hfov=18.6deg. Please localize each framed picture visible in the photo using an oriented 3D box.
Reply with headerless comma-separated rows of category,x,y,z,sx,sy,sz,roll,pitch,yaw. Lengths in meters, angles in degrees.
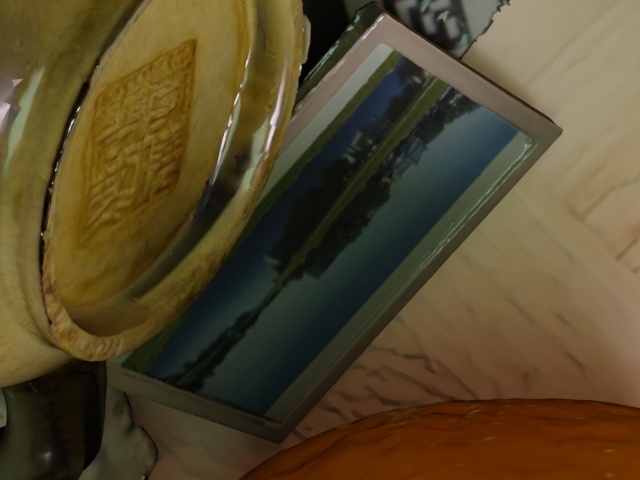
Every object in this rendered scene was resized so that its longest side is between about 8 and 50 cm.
framed picture,0.000,0.000,0.625,0.149,0.011,0.109,-49,141,13

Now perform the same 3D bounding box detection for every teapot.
teapot,-0.113,-0.045,0.534,0.182,0.173,0.269,24,126,21

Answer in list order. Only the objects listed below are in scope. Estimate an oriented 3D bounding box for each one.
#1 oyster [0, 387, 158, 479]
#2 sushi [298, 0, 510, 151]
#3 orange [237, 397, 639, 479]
oyster,-0.149,0.088,0.657,0.191,0.081,0.163,15,81,8
sushi,-0.059,-0.105,0.612,0.219,0.047,0.231,36,106,-17
orange,0.057,0.212,0.584,0.340,0.293,0.340,-1,95,-15
